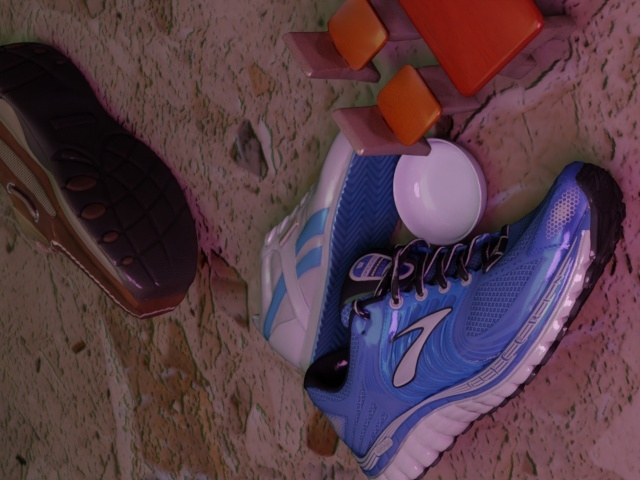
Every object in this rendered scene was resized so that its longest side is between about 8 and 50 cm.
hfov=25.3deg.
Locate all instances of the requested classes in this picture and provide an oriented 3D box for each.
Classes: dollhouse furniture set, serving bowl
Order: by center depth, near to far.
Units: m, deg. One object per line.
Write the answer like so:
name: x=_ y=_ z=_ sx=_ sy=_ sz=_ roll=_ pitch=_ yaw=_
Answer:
dollhouse furniture set: x=0.063 y=-0.223 z=0.997 sx=0.262 sy=0.135 sz=0.259 roll=-45 pitch=66 yaw=33
serving bowl: x=0.096 y=-0.039 z=1.098 sx=0.083 sy=0.027 sz=0.083 roll=11 pitch=107 yaw=39

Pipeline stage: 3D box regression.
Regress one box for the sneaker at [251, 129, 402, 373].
sneaker: x=0.000 y=0.000 z=1.154 sx=0.092 sy=0.087 sz=0.229 roll=32 pitch=118 yaw=34

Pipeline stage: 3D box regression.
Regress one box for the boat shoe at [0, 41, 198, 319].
boat shoe: x=-0.226 y=-0.047 z=1.331 sx=0.324 sy=0.122 sz=0.120 roll=53 pitch=134 yaw=29

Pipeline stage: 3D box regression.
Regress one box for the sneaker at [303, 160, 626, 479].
sneaker: x=0.089 y=0.053 z=1.038 sx=0.147 sy=0.130 sz=0.330 roll=42 pitch=127 yaw=2
